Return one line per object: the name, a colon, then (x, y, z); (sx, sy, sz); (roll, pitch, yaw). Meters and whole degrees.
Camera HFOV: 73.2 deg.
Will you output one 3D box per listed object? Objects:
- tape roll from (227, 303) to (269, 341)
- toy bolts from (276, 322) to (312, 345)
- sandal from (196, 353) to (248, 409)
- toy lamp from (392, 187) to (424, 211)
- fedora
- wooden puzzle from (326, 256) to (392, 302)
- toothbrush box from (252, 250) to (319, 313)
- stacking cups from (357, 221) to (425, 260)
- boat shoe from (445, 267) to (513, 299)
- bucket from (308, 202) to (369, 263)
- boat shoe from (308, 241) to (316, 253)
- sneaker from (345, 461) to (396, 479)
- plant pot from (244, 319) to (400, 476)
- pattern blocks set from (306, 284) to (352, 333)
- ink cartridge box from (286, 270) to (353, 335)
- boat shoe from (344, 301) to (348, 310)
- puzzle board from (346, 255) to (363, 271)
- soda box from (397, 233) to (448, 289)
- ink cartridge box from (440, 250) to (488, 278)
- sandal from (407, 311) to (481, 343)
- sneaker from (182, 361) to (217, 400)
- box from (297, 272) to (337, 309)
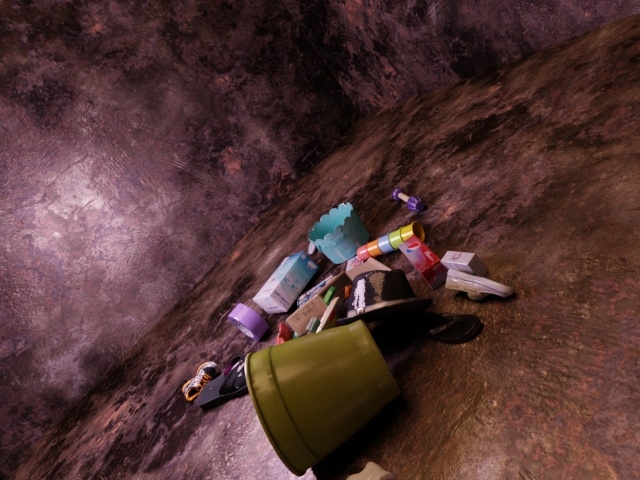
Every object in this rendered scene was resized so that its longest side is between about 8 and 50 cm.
tape roll: (-0.342, 0.390, 2.044); (0.080, 0.189, 0.189); (-51, 24, -25)
toy bolts: (-0.092, 0.447, 1.669); (0.228, 0.158, 0.218); (-94, 16, -52)
sandal: (-0.378, 0.584, 1.836); (0.445, 0.107, 0.167); (-33, 23, 17)
toy lamp: (0.422, -0.195, 2.074); (0.080, 0.080, 0.275); (-40, 20, 1)
fedora: (0.194, 0.180, 1.412); (0.334, 0.334, 0.153); (-22, 71, 39)
wooden puzzle: (0.159, 0.166, 1.801); (0.238, 0.044, 0.221); (-29, 20, -11)
toothbrush box: (-0.173, 0.215, 2.157); (0.295, 0.126, 0.216); (-54, 16, -28)
stacking cups: (0.298, 0.010, 1.874); (0.316, 0.096, 0.096); (-23, 27, 43)
boat shoe: (0.484, 0.149, 1.327); (0.226, 0.083, 0.076); (18, 92, 59)
bucket: (0.096, -0.031, 2.144); (0.281, 0.183, 0.281); (-34, 21, 15)
boat shoe: (0.000, 0.000, 2.419); (0.183, 0.083, 0.065); (-68, 22, 2)
sneaker: (0.078, 0.637, 1.037); (0.232, 0.090, 0.115); (-37, 13, -17)
plant pot: (0.025, 0.411, 1.247); (0.353, 0.366, 0.366); (-28, 22, -1)
pattern blocks set: (0.044, 0.283, 1.487); (0.026, 0.325, 0.285); (20, 61, 27)
ink cartridge box: (0.004, 0.239, 1.633); (0.193, 0.088, 0.234); (-35, -7, -47)
boat shoe: (0.072, 0.295, 1.712); (0.228, 0.080, 0.076); (-40, 22, 22)
puzzle board: (0.159, 0.111, 2.002); (0.096, 0.011, 0.128); (-29, 23, 25)
soda box: (0.380, 0.072, 1.600); (0.083, 0.092, 0.263); (-37, 22, 5)
ink cartridge box: (0.475, 0.084, 1.428); (0.052, 0.088, 0.122); (-50, 23, -16)
sandal: (0.363, 0.260, 1.316); (0.254, 0.054, 0.097); (-14, 33, 48)
sneaker: (-0.561, 0.666, 2.027); (0.215, 0.084, 0.083); (-50, 24, 2)
box: (-0.004, 0.261, 1.924); (0.220, 0.051, 0.175); (-36, 22, 11)
